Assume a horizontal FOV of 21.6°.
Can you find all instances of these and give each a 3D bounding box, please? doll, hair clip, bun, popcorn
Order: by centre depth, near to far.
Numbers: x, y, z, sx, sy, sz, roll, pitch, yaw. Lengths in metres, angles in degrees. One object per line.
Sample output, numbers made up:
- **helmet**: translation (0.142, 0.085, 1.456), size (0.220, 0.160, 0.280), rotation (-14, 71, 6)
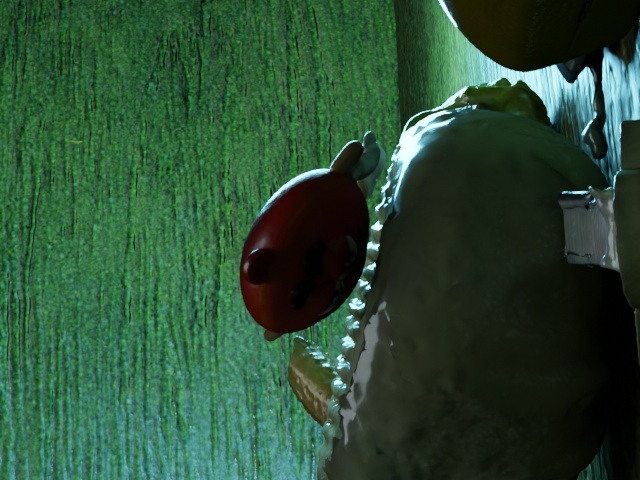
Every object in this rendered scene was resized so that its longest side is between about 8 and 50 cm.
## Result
- **hair clip**: translation (0.199, 0.004, 1.087), size (0.218, 0.071, 0.159), rotation (17, -113, -85)
- **doll**: translation (0.000, 0.000, 1.289), size (0.183, 0.085, 0.217), rotation (-68, -14, 8)
- **bun**: translation (0.126, 0.077, 1.338), size (0.360, 0.211, 0.360), rotation (-167, 90, -88)
- **popcorn**: translation (0.161, -0.077, 1.604), size (0.173, 0.142, 0.173), rotation (-20, -90, -76)

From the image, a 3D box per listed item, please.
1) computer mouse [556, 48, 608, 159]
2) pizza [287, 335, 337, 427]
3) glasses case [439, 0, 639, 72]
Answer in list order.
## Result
- **computer mouse**: translation (0.184, -0.239, 1.335), size (0.167, 0.090, 0.379), rotation (90, 177, -69)
- **pizza**: translation (0.118, 0.164, 1.588), size (0.287, 0.280, 0.075), rotation (-15, -46, -59)
- **glasses case**: translation (0.141, -0.251, 1.078), size (0.371, 0.141, 0.173), rotation (97, 153, -68)
